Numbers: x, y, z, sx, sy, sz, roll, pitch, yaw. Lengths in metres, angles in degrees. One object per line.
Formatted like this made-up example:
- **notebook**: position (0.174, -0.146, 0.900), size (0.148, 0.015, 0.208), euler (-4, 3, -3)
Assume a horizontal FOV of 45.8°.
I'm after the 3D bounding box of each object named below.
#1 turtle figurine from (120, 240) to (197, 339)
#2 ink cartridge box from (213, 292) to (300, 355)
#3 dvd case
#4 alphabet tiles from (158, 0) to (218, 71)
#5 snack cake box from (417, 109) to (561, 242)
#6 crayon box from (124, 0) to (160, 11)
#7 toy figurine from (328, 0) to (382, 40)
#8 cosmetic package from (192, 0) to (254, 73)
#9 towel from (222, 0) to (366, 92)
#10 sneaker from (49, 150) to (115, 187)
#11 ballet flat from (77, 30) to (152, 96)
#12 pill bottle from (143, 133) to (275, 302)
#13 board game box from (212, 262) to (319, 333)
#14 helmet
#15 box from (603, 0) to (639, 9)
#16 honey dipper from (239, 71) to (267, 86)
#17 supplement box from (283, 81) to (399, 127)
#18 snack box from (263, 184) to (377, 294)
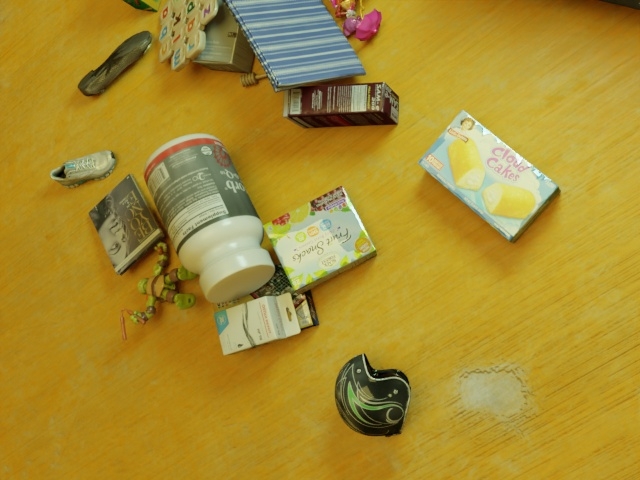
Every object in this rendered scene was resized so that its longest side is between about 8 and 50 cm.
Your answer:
- **turtle figurine**: position (-0.395, 0.127, 1.880), size (0.217, 0.087, 0.270), euler (-1, 67, 43)
- **ink cartridge box**: position (-0.147, 0.191, 1.753), size (0.180, 0.060, 0.104), euler (-20, 78, 19)
- **dvd case**: position (-0.506, -0.043, 1.960), size (0.164, 0.018, 0.221), euler (-40, 62, 13)
- **alphabet tiles**: position (-0.327, -0.567, 1.882), size (0.278, 0.021, 0.284), euler (-24, 62, 46)
- **snack cake box**: position (0.360, -0.136, 1.619), size (0.264, 0.089, 0.152), euler (43, 101, 19)
- **crayon box**: position (-0.457, -0.754, 1.947), size (0.081, 0.165, 0.279), euler (17, 91, 21)
- **toy figurine**: position (0.077, -0.542, 1.763), size (0.173, 0.130, 0.159), euler (-11, 91, 42)
- **cosmetic package**: position (-0.224, -0.543, 1.873), size (0.127, 0.107, 0.238), euler (9, 91, 25)
- **towel**: position (-0.071, -0.486, 1.751), size (0.336, 0.243, 0.040), euler (61, 150, 22)
- **sneaker**: position (-0.635, -0.191, 2.011), size (0.190, 0.083, 0.071), euler (-22, 76, 17)
- **ballet flat**: position (-0.539, -0.466, 2.017), size (0.249, 0.058, 0.084), euler (-37, 38, 9)
- **pill bottle**: position (-0.256, -0.051, 1.767), size (0.210, 0.210, 0.363), euler (-33, 69, 15)
- **board game box**: position (-0.137, 0.155, 1.809), size (0.243, 0.042, 0.165), euler (-18, 79, 19)
- **helmet**: position (0.109, 0.334, 1.635), size (0.161, 0.169, 0.170), euler (12, 90, 5)
- **box**: position (0.521, -0.759, 1.459), size (0.479, 0.297, 0.472), euler (21, 83, 21)
- **honey dipper**: position (-0.120, -0.410, 1.862), size (0.160, 0.030, 0.031), euler (-10, 82, 16)
- **supplement box**: position (0.048, -0.307, 1.732), size (0.239, 0.130, 0.073), euler (2, 86, 21)
- **snack box**: position (0.000, 0.000, 1.732), size (0.207, 0.070, 0.175), euler (-26, 76, 3)
